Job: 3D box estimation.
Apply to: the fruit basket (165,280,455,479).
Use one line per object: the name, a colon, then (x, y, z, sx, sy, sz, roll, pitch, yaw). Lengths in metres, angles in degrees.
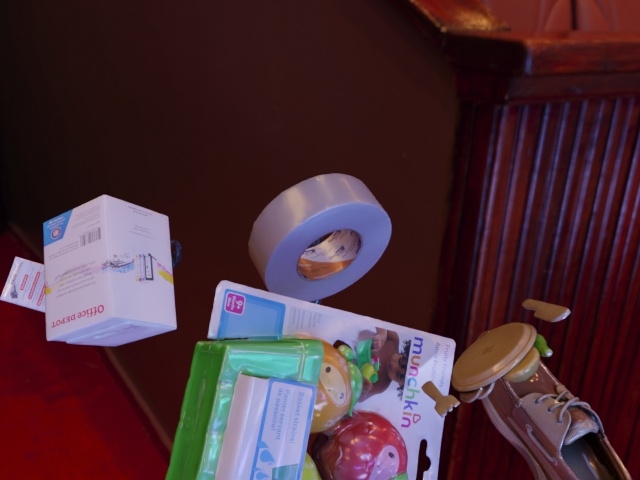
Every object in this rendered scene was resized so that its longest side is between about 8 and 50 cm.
fruit basket: (0.010, 0.243, 0.790, 0.353, 0.326, 0.165, 17, -14, -20)

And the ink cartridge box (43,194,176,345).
ink cartridge box: (-0.392, 0.066, 1.239, 0.171, 0.232, 0.168, -18, -21, 26)

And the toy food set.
toy food set: (0.216, 0.150, 0.810, 0.192, 0.038, 0.132, -38, 5, -2)

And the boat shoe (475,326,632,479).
boat shoe: (0.326, 0.253, 0.900, 0.123, 0.116, 0.324, -16, 65, -29)

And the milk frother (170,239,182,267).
milk frother: (-0.433, 0.021, 1.625, 0.135, 0.129, 0.143, 34, -6, 30)

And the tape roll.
tape roll: (0.000, 0.000, 1.046, 0.219, 0.219, 0.072, -9, 49, -27)

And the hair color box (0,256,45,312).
hair color box: (-0.552, 0.102, 1.362, 0.167, 0.093, 0.053, 18, -8, -7)

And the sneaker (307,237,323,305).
sneaker: (-0.068, 0.079, 1.596, 0.109, 0.286, 0.130, 16, -12, -42)
